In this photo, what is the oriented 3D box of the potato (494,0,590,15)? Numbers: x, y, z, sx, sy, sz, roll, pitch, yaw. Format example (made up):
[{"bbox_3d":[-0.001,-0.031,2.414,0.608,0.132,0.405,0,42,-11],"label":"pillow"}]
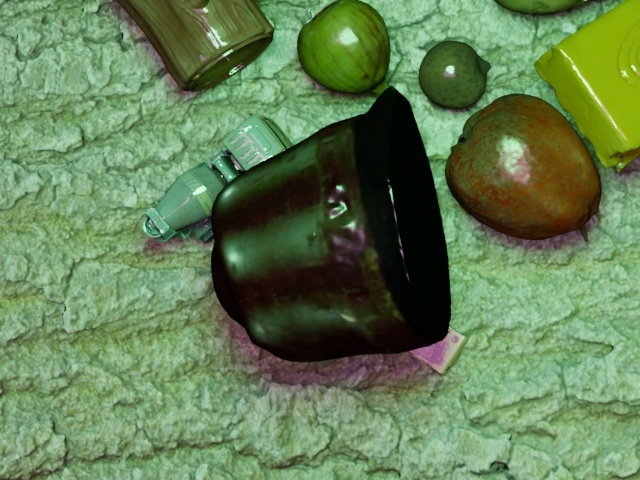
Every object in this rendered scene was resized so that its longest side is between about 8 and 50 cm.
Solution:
[{"bbox_3d":[0.363,-0.449,1.651,0.266,0.229,0.229,-24,85,24],"label":"potato"}]

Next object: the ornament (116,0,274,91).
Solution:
[{"bbox_3d":[-0.196,-0.366,1.742,0.218,0.221,0.235,57,138,2],"label":"ornament"}]

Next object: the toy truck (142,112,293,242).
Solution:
[{"bbox_3d":[-0.163,-0.091,1.751,0.256,0.140,0.108,-39,83,7],"label":"toy truck"}]

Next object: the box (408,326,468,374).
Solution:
[{"bbox_3d":[0.154,0.146,1.755,0.149,0.020,0.073,32,94,8],"label":"box"}]

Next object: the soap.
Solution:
[{"bbox_3d":[0.498,-0.268,1.610,0.324,0.096,0.204,-34,86,-15],"label":"soap"}]

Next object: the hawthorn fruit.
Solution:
[{"bbox_3d":[0.319,-0.091,1.648,0.262,0.210,0.210,35,95,-7],"label":"hawthorn fruit"}]

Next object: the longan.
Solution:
[{"bbox_3d":[0.208,-0.257,1.714,0.113,0.092,0.113,-1,87,10],"label":"longan"}]

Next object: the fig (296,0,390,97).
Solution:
[{"bbox_3d":[0.060,-0.291,1.729,0.186,0.148,0.142,35,79,-29],"label":"fig"}]

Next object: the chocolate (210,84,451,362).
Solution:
[{"bbox_3d":[0.000,0.000,1.625,0.331,0.383,0.384,-8,88,16],"label":"chocolate"}]
